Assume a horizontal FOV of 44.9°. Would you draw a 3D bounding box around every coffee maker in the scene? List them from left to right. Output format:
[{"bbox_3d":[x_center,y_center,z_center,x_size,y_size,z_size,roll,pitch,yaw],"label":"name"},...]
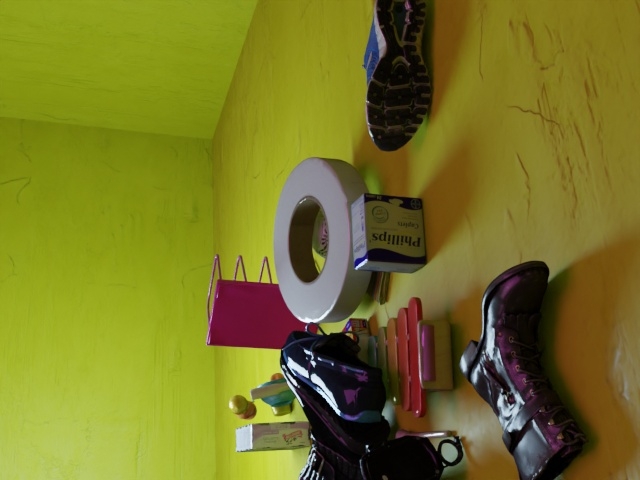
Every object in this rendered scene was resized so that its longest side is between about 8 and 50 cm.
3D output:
[{"bbox_3d":[0.152,0.423,1.327,0.178,0.171,0.120,88,180,-51],"label":"coffee maker"}]

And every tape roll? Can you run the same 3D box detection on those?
[{"bbox_3d":[0.000,0.000,1.810,0.392,0.072,0.392,-4,86,62],"label":"tape roll"}]

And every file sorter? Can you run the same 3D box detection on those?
[{"bbox_3d":[-0.157,0.159,2.112,0.182,0.290,0.202,-108,28,-57],"label":"file sorter"}]

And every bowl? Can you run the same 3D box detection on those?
[{"bbox_3d":[0.010,-0.027,1.963,0.170,0.080,0.170,-175,90,-73],"label":"bowl"}]

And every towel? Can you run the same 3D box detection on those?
[{"bbox_3d":[0.102,0.066,1.743,0.237,0.021,0.102,-146,62,-71],"label":"towel"}]

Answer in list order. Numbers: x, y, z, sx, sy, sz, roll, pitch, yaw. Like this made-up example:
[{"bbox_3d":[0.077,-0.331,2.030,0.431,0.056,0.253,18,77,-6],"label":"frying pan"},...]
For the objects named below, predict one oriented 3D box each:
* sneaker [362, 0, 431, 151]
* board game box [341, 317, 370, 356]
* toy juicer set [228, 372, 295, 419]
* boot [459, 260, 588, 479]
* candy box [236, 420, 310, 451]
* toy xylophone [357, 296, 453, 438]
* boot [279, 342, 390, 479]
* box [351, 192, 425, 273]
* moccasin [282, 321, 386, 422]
[{"bbox_3d":[0.151,-0.338,1.559,0.147,0.129,0.330,119,157,-83],"label":"sneaker"},{"bbox_3d":[0.077,0.293,1.728,0.147,0.045,0.194,115,152,-48],"label":"board game box"},{"bbox_3d":[-0.150,0.417,2.158,0.329,0.209,0.090,122,139,-58],"label":"toy juicer set"},{"bbox_3d":[0.290,0.185,1.038,0.229,0.091,0.263,-115,29,-47],"label":"boot"},{"bbox_3d":[-0.134,0.546,2.149,0.196,0.164,0.070,137,133,-64],"label":"candy box"},{"bbox_3d":[0.159,0.249,1.418,0.323,0.081,0.236,130,140,-63],"label":"toy xylophone"},{"bbox_3d":[0.005,0.402,1.656,0.348,0.131,0.260,51,142,42],"label":"boot"},{"bbox_3d":[0.131,-0.013,1.494,0.072,0.126,0.137,138,133,-64],"label":"box"},{"bbox_3d":[0.040,0.232,1.499,0.342,0.137,0.117,27,109,56],"label":"moccasin"}]
